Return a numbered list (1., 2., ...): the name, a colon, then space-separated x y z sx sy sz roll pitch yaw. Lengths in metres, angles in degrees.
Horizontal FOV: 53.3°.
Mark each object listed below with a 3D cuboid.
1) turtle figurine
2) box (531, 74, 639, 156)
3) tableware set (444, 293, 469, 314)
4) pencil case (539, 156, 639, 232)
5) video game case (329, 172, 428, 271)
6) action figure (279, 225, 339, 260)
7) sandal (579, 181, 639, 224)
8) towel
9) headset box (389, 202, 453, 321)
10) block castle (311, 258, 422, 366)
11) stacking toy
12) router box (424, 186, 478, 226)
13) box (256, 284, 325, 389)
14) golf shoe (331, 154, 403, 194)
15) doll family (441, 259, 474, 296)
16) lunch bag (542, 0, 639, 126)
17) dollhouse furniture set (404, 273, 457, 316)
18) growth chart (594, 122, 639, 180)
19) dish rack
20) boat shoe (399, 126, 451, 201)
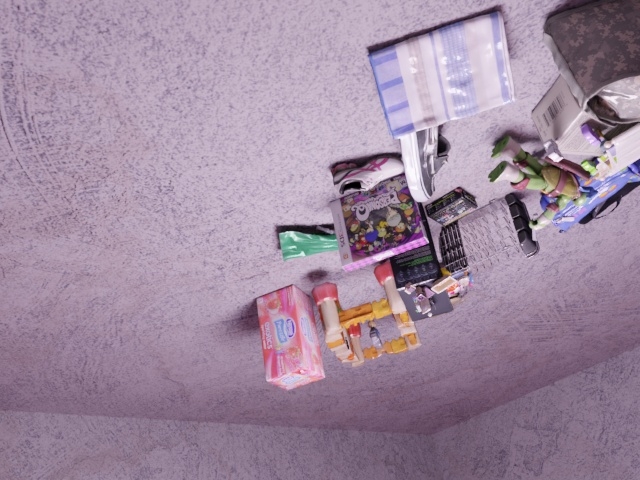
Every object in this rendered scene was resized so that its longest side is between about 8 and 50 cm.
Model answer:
1. turtle figurine: 0.543 -0.134 1.660 0.266 0.198 0.274 27 177 -15
2. box: 0.650 -0.295 1.512 0.232 0.127 0.149 1 147 -19
3. tableware set: 0.461 0.243 2.415 0.128 0.039 0.194 -10 157 -24
4. pencil case: 0.758 -0.146 1.785 0.119 0.133 0.306 38 131 -10
5. video game case: 0.149 -0.049 1.681 0.231 0.210 0.042 -20 147 17
6. action figure: 0.000 0.000 1.856 0.232 0.064 0.137 -5 147 -1
7. sandal: 0.868 -0.121 1.926 0.097 0.055 0.254 7 145 -26
8. towel: 0.260 -0.340 1.339 0.284 0.034 0.209 -16 124 7
9. headset box: 0.277 0.069 1.840 0.131 0.283 0.246 -16 147 10
10. block castle: 0.162 0.244 2.167 0.302 0.213 0.453 -19 150 7
11. stacking toy: 0.637 -0.223 1.451 0.221 0.052 0.167 15 141 -37
12. router box: 0.377 -0.096 1.837 0.122 0.038 0.092 -31 143 30
13. box: -0.100 0.322 2.118 0.154 0.300 0.142 -21 147 18
14. golf shoe: 0.124 -0.159 1.615 0.185 0.086 0.068 -12 147 0
15. doll family: 0.422 0.130 2.175 0.163 0.119 0.263 -23 165 8
16. lunch bag: 0.610 -0.364 1.282 0.286 0.236 0.169 -9 148 -2
17. dollhouse furniture set: 0.291 0.136 1.643 0.091 0.081 0.114 32 125 -33
18. growth chart: 0.695 -0.207 1.434 0.171 0.021 0.237 -30 157 13
19. dish rack: 0.479 -0.006 1.864 0.271 0.208 0.074 -27 133 26
20. boat shoe: 0.256 -0.209 1.537 0.119 0.121 0.335 -11 147 10
